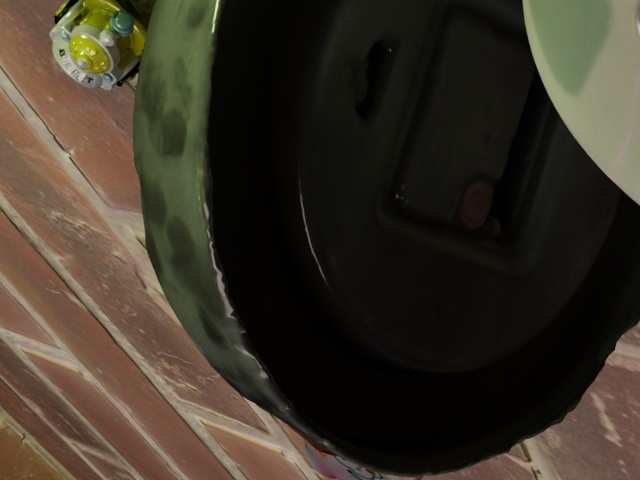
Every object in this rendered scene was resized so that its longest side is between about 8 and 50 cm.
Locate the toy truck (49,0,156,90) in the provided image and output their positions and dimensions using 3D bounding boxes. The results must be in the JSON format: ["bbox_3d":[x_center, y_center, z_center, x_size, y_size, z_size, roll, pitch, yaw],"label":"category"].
[{"bbox_3d":[-0.149,-0.166,0.849,0.076,0.111,0.077,44,148,-20],"label":"toy truck"}]

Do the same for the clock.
[{"bbox_3d":[0.062,-0.053,0.539,0.067,0.325,0.325,14,148,49],"label":"clock"}]

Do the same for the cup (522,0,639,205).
[{"bbox_3d":[0.235,-0.142,0.258,0.356,0.259,0.275,15,150,14],"label":"cup"}]

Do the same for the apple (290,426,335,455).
[{"bbox_3d":[0.050,0.056,0.866,0.234,0.234,0.234,28,154,15],"label":"apple"}]

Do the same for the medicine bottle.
[{"bbox_3d":[0.051,0.227,1.301,0.119,0.094,0.188,40,154,-6],"label":"medicine bottle"}]
